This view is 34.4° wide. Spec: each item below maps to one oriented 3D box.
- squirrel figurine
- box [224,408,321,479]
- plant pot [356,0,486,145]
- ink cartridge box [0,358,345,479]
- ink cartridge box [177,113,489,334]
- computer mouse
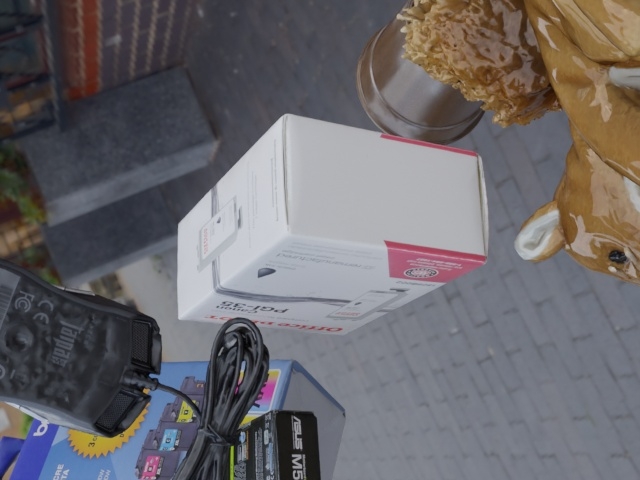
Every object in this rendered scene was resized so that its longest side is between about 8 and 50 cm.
[{"bbox_3d":[0.254,-0.152,0.890,0.397,0.281,0.371,50,158,38],"label":"squirrel figurine"},{"bbox_3d":[-0.056,0.249,0.840,0.184,0.045,0.191,-40,49,55],"label":"box"},{"bbox_3d":[0.138,-0.210,1.168,0.167,0.166,0.165,64,165,8],"label":"plant pot"},{"bbox_3d":[-0.198,0.279,1.139,0.151,0.395,0.270,52,-138,-43],"label":"ink cartridge box"},{"bbox_3d":[0.000,0.000,1.015,0.283,0.207,0.117,144,129,-57],"label":"ink cartridge box"},{"bbox_3d":[-0.179,0.120,0.727,0.060,0.261,0.184,151,133,-77],"label":"computer mouse"}]
